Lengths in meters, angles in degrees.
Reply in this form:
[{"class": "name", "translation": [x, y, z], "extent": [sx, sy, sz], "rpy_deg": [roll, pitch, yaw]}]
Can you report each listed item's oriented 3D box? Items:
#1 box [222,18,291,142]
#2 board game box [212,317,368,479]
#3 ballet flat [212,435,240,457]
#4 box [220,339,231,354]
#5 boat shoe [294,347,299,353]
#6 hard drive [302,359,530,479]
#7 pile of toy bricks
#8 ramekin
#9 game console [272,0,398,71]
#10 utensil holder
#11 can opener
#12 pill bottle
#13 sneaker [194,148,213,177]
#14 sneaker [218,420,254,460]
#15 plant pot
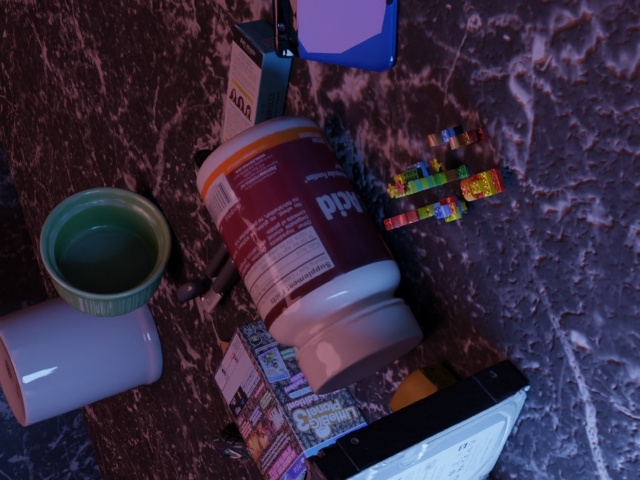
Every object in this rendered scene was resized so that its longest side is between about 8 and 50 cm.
[{"class": "box", "translation": [-0.113, -0.251, 1.599], "extent": [0.100, 0.060, 0.244], "rpy_deg": [50, 144, 33]}, {"class": "board game box", "translation": [-0.062, 0.313, 1.748], "extent": [0.291, 0.141, 0.232], "rpy_deg": [60, 149, 20]}, {"class": "ballet flat", "translation": [-0.195, 0.470, 2.140], "extent": [0.074, 0.074, 0.203], "rpy_deg": [66, 151, 11]}, {"class": "box", "translation": [-0.150, 0.305, 2.015], "extent": [0.201, 0.021, 0.164], "rpy_deg": [0, 106, 59]}, {"class": "boat shoe", "translation": [-0.021, 0.096, 1.639], "extent": [0.099, 0.116, 0.319], "rpy_deg": [-29, 68, 17]}, {"class": "hard drive", "translation": [0.118, 0.311, 1.245], "extent": [0.064, 0.339, 0.237], "rpy_deg": [49, 143, 35]}, {"class": "pile of toy bricks", "translation": [0.140, -0.077, 1.225], "extent": [0.212, 0.105, 0.118], "rpy_deg": [-19, 89, 61]}, {"class": "ramekin", "translation": [-0.512, 0.036, 2.207], "extent": [0.303, 0.303, 0.148], "rpy_deg": [59, 156, 22]}, {"class": "game console", "translation": [0.014, -0.418, 1.328], "extent": [0.250, 0.173, 0.293], "rpy_deg": [-97, 6, -60]}, {"class": "utensil holder", "translation": [-0.683, 0.302, 2.543], "extent": [0.327, 0.385, 0.327], "rpy_deg": [36, 135, 47]}, {"class": "can opener", "translation": [-0.227, 0.081, 1.959], "extent": [0.074, 0.093, 0.280], "rpy_deg": [64, 145, 15]}, {"class": "pill bottle", "translation": [-0.015, 0.023, 1.424], "extent": [0.392, 0.224, 0.224], "rpy_deg": [61, 149, 16]}, {"class": "sneaker", "translation": [-0.211, -0.104, 1.867], "extent": [0.161, 0.057, 0.075], "rpy_deg": [64, 166, 11]}, {"class": "sneaker", "translation": [-0.120, 0.449, 1.946], "extent": [0.267, 0.101, 0.106], "rpy_deg": [4, 120, 48]}, {"class": "plant pot", "translation": [0.167, 0.234, 1.387], "extent": [0.081, 0.081, 0.083], "rpy_deg": [45, 131, 39]}]
